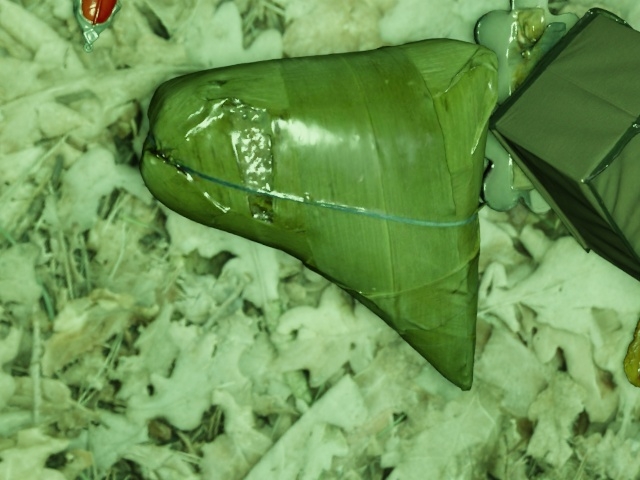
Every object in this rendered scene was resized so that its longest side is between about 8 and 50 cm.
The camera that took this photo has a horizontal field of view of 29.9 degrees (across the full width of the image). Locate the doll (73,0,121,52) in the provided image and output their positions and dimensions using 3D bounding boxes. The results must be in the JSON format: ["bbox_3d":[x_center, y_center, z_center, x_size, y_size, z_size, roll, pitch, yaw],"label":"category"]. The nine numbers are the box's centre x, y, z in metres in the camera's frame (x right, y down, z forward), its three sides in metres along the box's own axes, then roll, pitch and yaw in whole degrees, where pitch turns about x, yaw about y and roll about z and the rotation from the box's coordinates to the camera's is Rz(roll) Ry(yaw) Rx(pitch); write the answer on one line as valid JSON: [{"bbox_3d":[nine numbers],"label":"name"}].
[{"bbox_3d":[-0.217,-0.237,1.156,0.057,0.039,0.114,16,86,-50],"label":"doll"}]

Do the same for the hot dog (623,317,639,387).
[{"bbox_3d":[0.413,0.072,1.431,0.066,0.047,0.215,12,98,-35],"label":"hot dog"}]

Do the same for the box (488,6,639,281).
[{"bbox_3d":[0.333,-0.087,1.273,0.188,0.153,0.252,-47,131,-5],"label":"box"}]

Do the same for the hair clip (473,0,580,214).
[{"bbox_3d":[0.228,-0.153,1.308,0.146,0.075,0.257,-9,113,-32],"label":"hair clip"}]

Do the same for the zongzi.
[{"bbox_3d":[0.000,0.000,1.218,0.356,0.174,0.393,-6,110,-13],"label":"zongzi"}]
